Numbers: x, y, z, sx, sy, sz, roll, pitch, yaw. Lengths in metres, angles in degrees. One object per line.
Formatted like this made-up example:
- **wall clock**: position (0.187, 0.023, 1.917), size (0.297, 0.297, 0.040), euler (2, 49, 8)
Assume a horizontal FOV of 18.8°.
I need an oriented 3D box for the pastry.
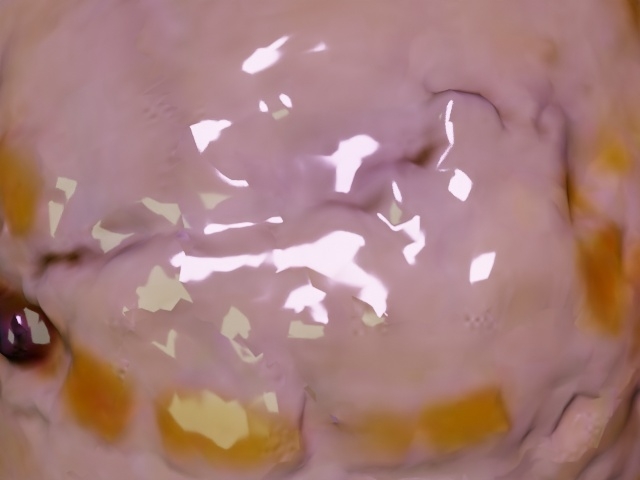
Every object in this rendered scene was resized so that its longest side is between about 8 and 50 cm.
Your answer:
- **pastry**: position (0.000, 0.000, 0.734), size (0.388, 0.312, 0.388), euler (10, 101, 63)
